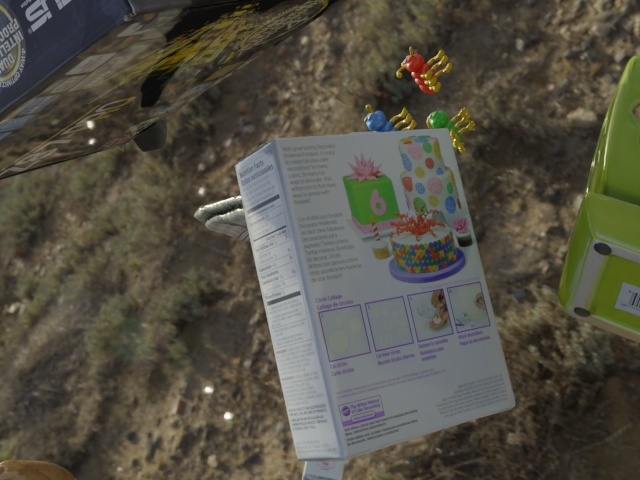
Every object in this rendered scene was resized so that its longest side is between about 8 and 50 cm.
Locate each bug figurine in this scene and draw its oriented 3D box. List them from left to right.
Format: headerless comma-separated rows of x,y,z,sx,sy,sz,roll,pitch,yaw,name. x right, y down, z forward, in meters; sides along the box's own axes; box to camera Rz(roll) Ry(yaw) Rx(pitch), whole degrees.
0.180,-0.215,1.679,0.072,0.216,0.279,-15,31,42,bug figurine

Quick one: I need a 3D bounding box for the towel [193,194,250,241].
0.000,0.000,1.331,0.324,0.312,0.056,-4,73,67,towel

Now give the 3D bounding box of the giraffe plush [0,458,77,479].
-0.150,0.194,0.502,0.170,0.181,0.210,39,82,20,giraffe plush

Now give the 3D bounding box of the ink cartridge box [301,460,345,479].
0.020,0.234,1.271,0.189,0.066,0.232,96,-178,-66,ink cartridge box

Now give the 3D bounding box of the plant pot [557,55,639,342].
0.365,-0.011,0.916,0.228,0.227,0.207,21,61,17,plant pot

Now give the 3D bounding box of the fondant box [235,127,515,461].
0.061,0.050,1.005,0.096,0.238,0.330,-21,79,56,fondant box

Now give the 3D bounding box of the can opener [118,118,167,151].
-0.259,-0.200,1.072,0.093,0.280,0.074,-8,63,9,can opener

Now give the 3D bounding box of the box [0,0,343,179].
-0.190,-0.162,0.801,0.395,0.318,0.097,-23,91,37,box
